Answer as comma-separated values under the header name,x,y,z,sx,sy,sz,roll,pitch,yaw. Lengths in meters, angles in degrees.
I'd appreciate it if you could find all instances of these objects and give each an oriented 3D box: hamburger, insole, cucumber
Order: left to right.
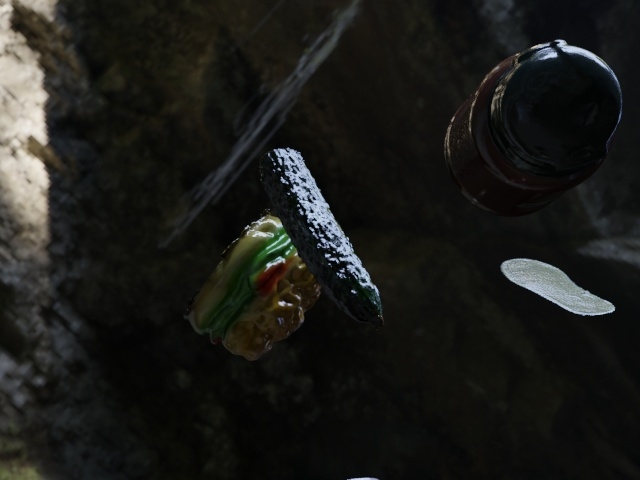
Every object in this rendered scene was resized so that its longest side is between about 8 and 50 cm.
name,x,y,z,sx,sy,sz,roll,pitch,yaw
hamburger,-0.084,0.077,1.836,0.149,0.237,0.237,37,-31,5
cucumber,0.000,0.000,1.435,0.068,0.067,0.294,79,-13,-48
insole,0.283,0.055,1.483,0.232,0.080,0.003,-138,-135,-68

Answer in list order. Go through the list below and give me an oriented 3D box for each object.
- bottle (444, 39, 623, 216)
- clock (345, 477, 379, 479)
name,x,y,z,sx,sy,sz,roll,pitch,yaw
bottle,0.207,-0.105,1.164,0.144,0.144,0.336,36,-3,1
clock,-0.011,0.355,1.499,0.197,0.196,0.068,127,-49,-59
